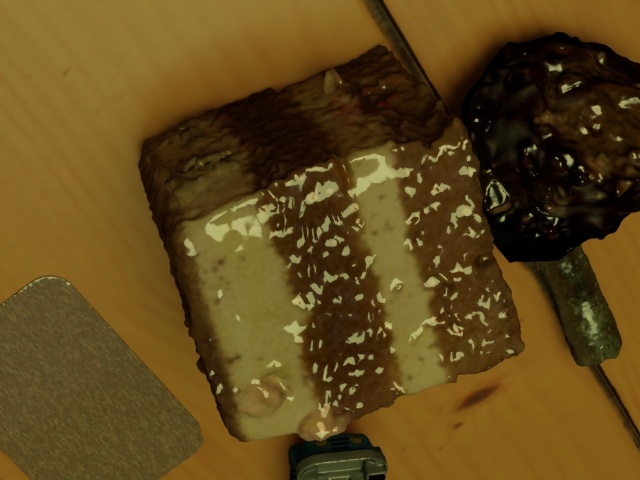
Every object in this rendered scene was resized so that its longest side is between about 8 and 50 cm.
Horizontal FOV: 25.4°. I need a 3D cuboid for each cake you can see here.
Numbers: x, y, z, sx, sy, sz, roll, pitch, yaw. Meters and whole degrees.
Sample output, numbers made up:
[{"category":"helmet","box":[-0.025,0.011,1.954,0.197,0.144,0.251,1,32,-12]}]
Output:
[{"category":"cake","box":[0.000,0.000,1.324,0.290,0.256,0.282,-18,114,-8]}]

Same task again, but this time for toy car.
[{"category":"toy car","box":[0.012,0.270,1.531,0.097,0.100,0.191,-5,133,-10]}]

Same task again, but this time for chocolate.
[{"category":"chocolate","box":[0.264,-0.093,1.339,0.206,0.177,0.224,47,70,-26]}]

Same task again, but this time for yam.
[{"category":"yam","box":[0.252,0.020,1.489,0.061,0.061,0.253,-25,114,0]}]

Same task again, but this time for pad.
[{"category":"pad","box":[-0.260,0.171,1.480,0.176,0.002,0.266,-36,114,5]}]
